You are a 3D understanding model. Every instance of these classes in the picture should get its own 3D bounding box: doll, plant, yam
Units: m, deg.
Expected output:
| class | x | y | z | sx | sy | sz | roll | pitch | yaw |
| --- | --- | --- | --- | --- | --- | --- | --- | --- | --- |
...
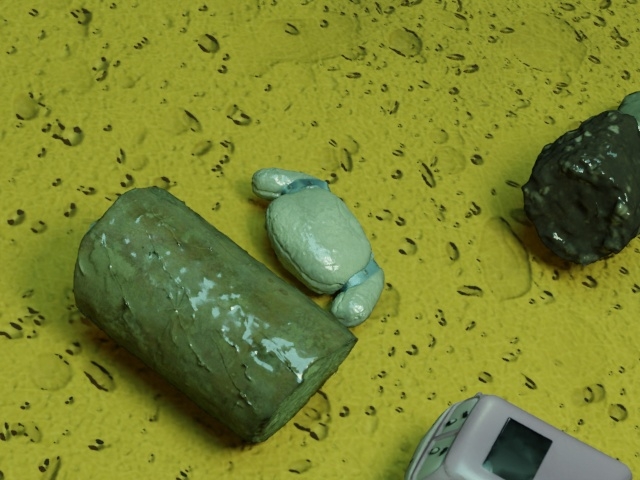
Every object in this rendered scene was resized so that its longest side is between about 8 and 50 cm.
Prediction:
| class | x | y | z | sx | sy | sz | roll | pitch | yaw |
| --- | --- | --- | --- | --- | --- | --- | --- | --- | --- |
| doll | 0.000 | 0.000 | 1.901 | 0.103 | 0.071 | 0.214 | -22 | 63 | -27 |
| plant | 0.342 | -0.085 | 2.001 | 0.274 | 0.149 | 0.146 | -32 | 108 | -48 |
| yam | -0.107 | 0.078 | 1.757 | 0.268 | 0.161 | 0.161 | 35 | 52 | 16 |

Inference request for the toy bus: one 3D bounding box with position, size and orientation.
| class | x | y | z | sx | sy | sz | roll | pitch | yaw |
| --- | --- | --- | --- | --- | --- | --- | --- | --- | --- |
| toy bus | 0.181 | 0.246 | 1.699 | 0.202 | 0.142 | 0.142 | 28 | 51 | 10 |
